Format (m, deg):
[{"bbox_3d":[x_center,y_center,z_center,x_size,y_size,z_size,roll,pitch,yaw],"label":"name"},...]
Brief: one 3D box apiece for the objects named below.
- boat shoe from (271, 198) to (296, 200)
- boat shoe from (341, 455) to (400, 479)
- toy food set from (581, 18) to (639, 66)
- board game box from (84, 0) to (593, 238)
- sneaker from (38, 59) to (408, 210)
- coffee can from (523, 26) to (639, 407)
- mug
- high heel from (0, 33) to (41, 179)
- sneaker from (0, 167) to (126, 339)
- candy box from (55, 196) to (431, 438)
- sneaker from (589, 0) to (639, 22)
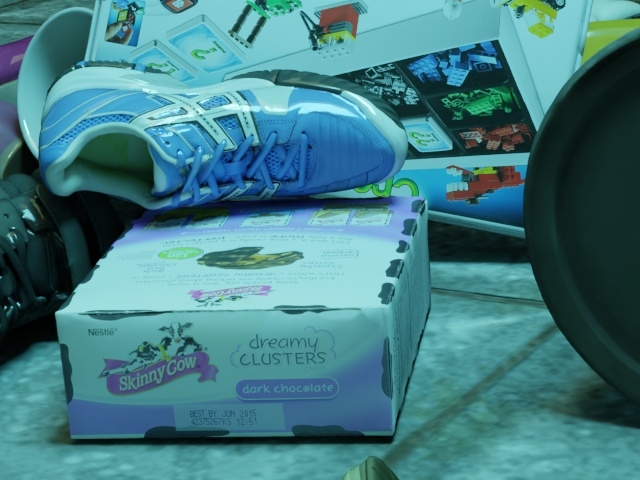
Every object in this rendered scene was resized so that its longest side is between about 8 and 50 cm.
[{"bbox_3d":[-0.001,0.002,1.113,0.042,0.049,0.133,25,-12,-35],"label":"boat shoe"},{"bbox_3d":[0.007,0.139,0.648,0.060,0.064,0.178,-33,11,12],"label":"boat shoe"},{"bbox_3d":[0.258,-0.106,1.373,0.217,0.071,0.128,0,42,21],"label":"toy food set"},{"bbox_3d":[0.009,-0.121,1.137,0.305,0.193,0.053,11,1,7],"label":"board game box"},{"bbox_3d":[-0.057,-0.047,1.011,0.211,0.080,0.081,1,37,9],"label":"sneaker"},{"bbox_3d":[0.249,-0.043,0.922,0.201,0.202,0.275,6,20,29],"label":"coffee can"},{"bbox_3d":[-0.115,-0.082,1.297,0.113,0.150,0.169,-13,-10,40],"label":"mug"},{"bbox_3d":[-0.220,-0.135,1.434,0.181,0.127,0.377,15,27,22],"label":"high heel"},{"bbox_3d":[-0.175,0.015,0.992,0.146,0.105,0.296,-12,14,-8],"label":"sneaker"},{"bbox_3d":[-0.032,0.036,0.956,0.164,0.070,0.196,-1,17,9],"label":"candy box"},{"bbox_3d":[0.164,-0.179,1.502,0.110,0.107,0.275,47,30,18],"label":"sneaker"}]
